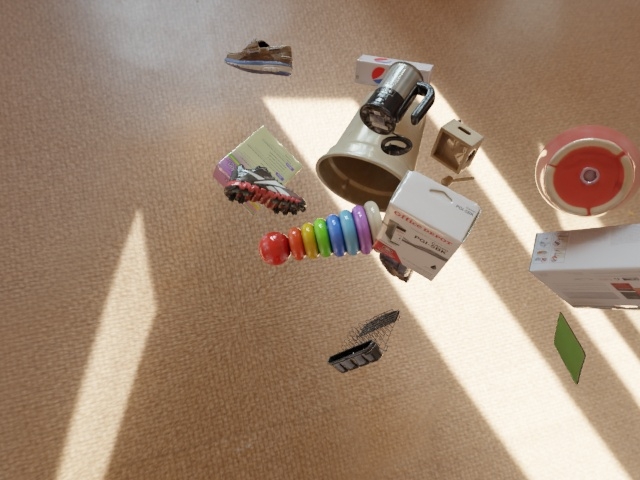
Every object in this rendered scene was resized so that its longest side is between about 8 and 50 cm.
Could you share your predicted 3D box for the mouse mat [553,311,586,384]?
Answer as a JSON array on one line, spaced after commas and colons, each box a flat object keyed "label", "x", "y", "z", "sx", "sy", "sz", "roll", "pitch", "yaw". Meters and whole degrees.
[{"label": "mouse mat", "x": 0.731, "y": 0.318, "z": 1.353, "sx": 0.007, "sy": 0.190, "sz": 0.153, "roll": -14, "pitch": 45, "yaw": 5}]

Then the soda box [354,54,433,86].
[{"label": "soda box", "x": 0.213, "y": -0.487, "z": 1.341, "sx": 0.216, "sy": 0.069, "sz": 0.074, "roll": 14, "pitch": 37, "yaw": 14}]

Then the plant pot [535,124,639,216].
[{"label": "plant pot", "x": 0.717, "y": -0.178, "z": 1.234, "sx": 0.275, "sy": 0.243, "sz": 0.275, "roll": 7, "pitch": 104, "yaw": 28}]

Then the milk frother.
[{"label": "milk frother", "x": 0.166, "y": -0.274, "z": 0.983, "sx": 0.129, "sy": 0.143, "sz": 0.135, "roll": 31, "pitch": 70, "yaw": 9}]

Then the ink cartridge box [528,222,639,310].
[{"label": "ink cartridge box", "x": 0.780, "y": 0.081, "z": 1.231, "sx": 0.272, "sy": 0.309, "sz": 0.130, "roll": 33, "pitch": 67, "yaw": -30}]

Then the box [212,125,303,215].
[{"label": "box", "x": -0.228, "y": -0.254, "z": 1.686, "sx": 0.213, "sy": 0.117, "sz": 0.243, "roll": 44, "pitch": 64, "yaw": -5}]

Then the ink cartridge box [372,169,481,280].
[{"label": "ink cartridge box", "x": 0.129, "y": -0.014, "z": 0.588, "sx": 0.099, "sy": 0.135, "sz": 0.056, "roll": 30, "pitch": 68, "yaw": 11}]

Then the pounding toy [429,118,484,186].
[{"label": "pounding toy", "x": 0.483, "y": -0.283, "z": 1.599, "sx": 0.181, "sy": 0.206, "sz": 0.094, "roll": 40, "pitch": 55, "yaw": 22}]

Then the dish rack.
[{"label": "dish rack", "x": 0.158, "y": 0.324, "z": 1.553, "sx": 0.074, "sy": 0.208, "sz": 0.271, "roll": 50, "pitch": 40, "yaw": -9}]

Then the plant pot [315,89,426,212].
[{"label": "plant pot", "x": 0.194, "y": -0.304, "z": 1.495, "sx": 0.333, "sy": 0.334, "sz": 0.305, "roll": 25, "pitch": 73, "yaw": -5}]

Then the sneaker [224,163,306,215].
[{"label": "sneaker", "x": -0.168, "y": -0.169, "z": 1.482, "sx": 0.276, "sy": 0.097, "sz": 0.135, "roll": 15, "pitch": 63, "yaw": -21}]

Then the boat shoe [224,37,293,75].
[{"label": "boat shoe", "x": -0.133, "y": -0.404, "z": 1.010, "sx": 0.183, "sy": 0.066, "sz": 0.066, "roll": 18, "pitch": 103, "yaw": 27}]

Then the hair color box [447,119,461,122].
[{"label": "hair color box", "x": 0.504, "y": -0.381, "z": 1.726, "sx": 0.053, "sy": 0.167, "sz": 0.093, "roll": -9, "pitch": 84, "yaw": 11}]

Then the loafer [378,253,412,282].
[{"label": "loafer", "x": 0.254, "y": 0.068, "z": 1.482, "sx": 0.095, "sy": 0.302, "sz": 0.109, "roll": 20, "pitch": 86, "yaw": 17}]

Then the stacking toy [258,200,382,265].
[{"label": "stacking toy", "x": 0.000, "y": 0.000, "z": 1.212, "sx": 0.330, "sy": 0.141, "sz": 0.141, "roll": -14, "pitch": 82, "yaw": 1}]
